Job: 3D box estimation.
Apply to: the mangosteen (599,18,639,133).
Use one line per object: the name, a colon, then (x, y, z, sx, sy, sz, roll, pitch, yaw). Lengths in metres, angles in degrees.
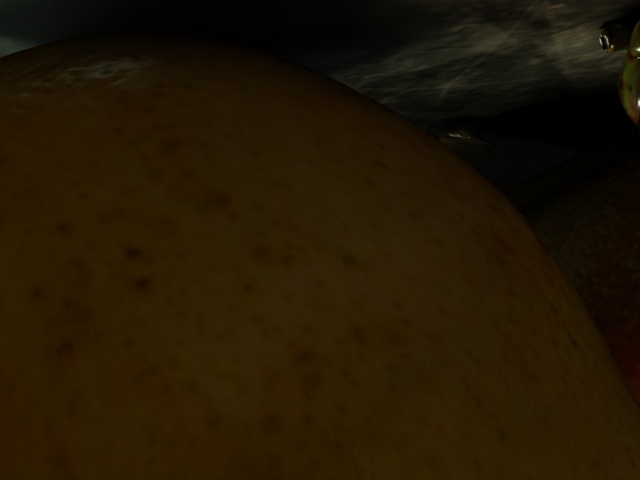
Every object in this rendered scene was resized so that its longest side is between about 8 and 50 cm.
mangosteen: (0.167, -0.067, 0.838, 0.081, 0.081, 0.081, -12, 171, -2)

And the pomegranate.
pomegranate: (-0.051, 0.124, 0.732, 0.417, 0.416, 0.416, -12, 171, -2)

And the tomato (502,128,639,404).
tomato: (0.155, 0.086, 1.074, 0.239, 0.303, 0.303, -13, 171, 19)

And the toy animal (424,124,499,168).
toy animal: (0.000, 0.000, 1.007, 0.186, 0.093, 0.214, -7, 178, -1)
